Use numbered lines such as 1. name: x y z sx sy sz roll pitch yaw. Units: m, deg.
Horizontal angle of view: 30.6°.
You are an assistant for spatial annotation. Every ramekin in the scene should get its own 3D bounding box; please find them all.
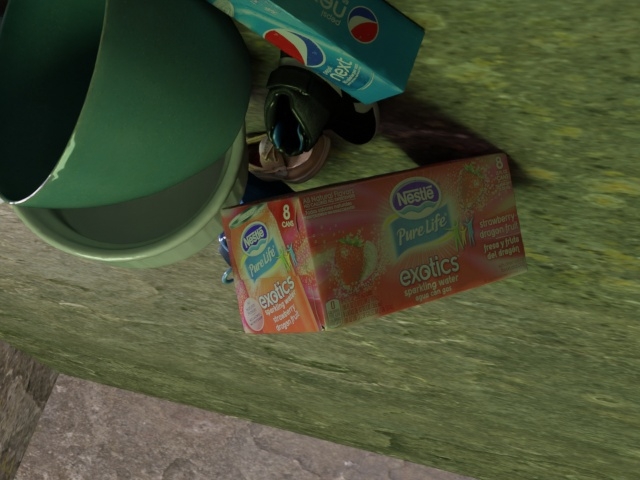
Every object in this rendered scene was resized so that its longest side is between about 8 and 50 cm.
1. ramekin: -0.211 -0.099 1.322 0.277 0.277 0.135 17 169 9

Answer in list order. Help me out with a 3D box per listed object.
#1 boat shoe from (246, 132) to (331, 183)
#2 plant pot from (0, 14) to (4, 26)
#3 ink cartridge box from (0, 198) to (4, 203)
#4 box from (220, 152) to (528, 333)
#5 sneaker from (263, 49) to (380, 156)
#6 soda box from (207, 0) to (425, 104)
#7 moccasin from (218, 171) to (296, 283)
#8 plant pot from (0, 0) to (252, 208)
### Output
1. boat shoe: -0.052 -0.106 1.443 0.059 0.063 0.170 24 163 -30
2. plant pot: -0.443 -0.172 1.397 0.196 0.293 0.293 -6 162 -5
3. ink cartridge box: -0.655 -0.143 1.984 0.275 0.060 0.239 28 161 -24
4. box: 0.063 0.001 1.270 0.299 0.142 0.154 -14 -176 -36
5. sneaker: -0.007 -0.129 1.238 0.079 0.121 0.217 12 160 25
6. soda box: -0.008 -0.212 1.085 0.210 0.071 0.067 30 159 -26
7. moccasin: -0.063 -0.003 1.473 0.137 0.117 0.342 16 -170 -11
8. plant pot: -0.183 -0.161 1.146 0.195 0.290 0.290 11 169 -34
